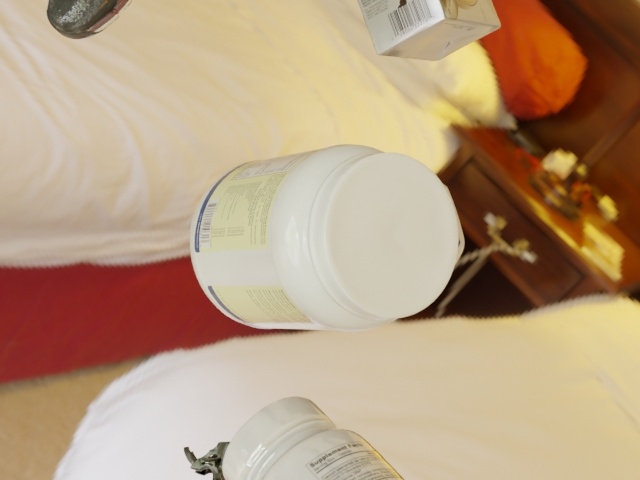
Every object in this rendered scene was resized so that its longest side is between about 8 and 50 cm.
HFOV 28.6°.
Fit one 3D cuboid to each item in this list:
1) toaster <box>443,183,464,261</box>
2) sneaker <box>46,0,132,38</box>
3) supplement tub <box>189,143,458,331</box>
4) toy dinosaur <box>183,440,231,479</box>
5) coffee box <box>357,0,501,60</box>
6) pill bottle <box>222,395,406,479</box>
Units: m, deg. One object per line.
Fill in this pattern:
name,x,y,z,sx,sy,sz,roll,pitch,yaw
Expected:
toaster,0.161,-0.024,2.236,0.129,0.146,0.227,-51,131,-43
sneaker,-0.241,-0.360,1.367,0.106,0.281,0.162,37,7,20
supplement tub,0.000,0.000,1.616,0.235,0.235,0.325,28,-17,-29
toy dinosaur,-0.108,0.379,1.653,0.322,0.164,0.218,4,74,-25
coffee box,0.113,-0.404,1.698,0.168,0.119,0.297,-6,75,-57
pill bottle,0.026,0.305,1.343,0.160,0.160,0.283,14,22,-49
